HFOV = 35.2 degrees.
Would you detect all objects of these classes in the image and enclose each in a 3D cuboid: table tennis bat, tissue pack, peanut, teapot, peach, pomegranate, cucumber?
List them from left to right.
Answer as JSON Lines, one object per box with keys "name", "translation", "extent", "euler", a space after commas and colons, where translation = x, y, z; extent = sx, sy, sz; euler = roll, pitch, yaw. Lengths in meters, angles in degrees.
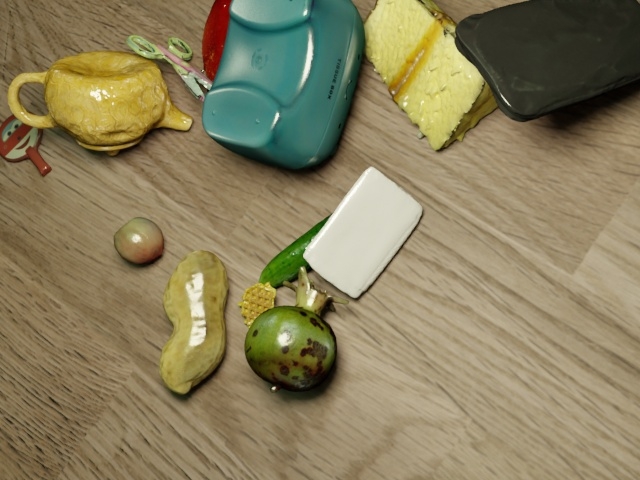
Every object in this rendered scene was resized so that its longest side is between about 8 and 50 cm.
{"name": "table tennis bat", "translation": [-0.535, -0.173, 1.836], "extent": [0.098, 0.019, 0.155], "euler": [-44, 63, 2]}
{"name": "teapot", "translation": [-0.374, -0.221, 1.715], "extent": [0.311, 0.203, 0.167], "euler": [1, 119, -2]}
{"name": "peach", "translation": [-0.300, 0.002, 1.671], "extent": [0.083, 0.083, 0.083], "euler": [-5, 73, 17]}
{"name": "peanut", "translation": [-0.199, 0.128, 1.593], "extent": [0.103, 0.098, 0.229], "euler": [-22, 60, 57]}
{"name": "peach", "translation": [-0.123, -0.377, 1.727], "extent": [0.189, 0.068, 0.279], "euler": [31, 87, 26]}
{"name": "tissue pack", "translation": [-0.048, -0.259, 1.589], "extent": [0.198, 0.206, 0.287], "euler": [13, 87, 34]}
{"name": "pomegranate", "translation": [-0.037, 0.147, 1.518], "extent": [0.148, 0.148, 0.169], "euler": [11, 47, 21]}
{"name": "cucumber", "translation": [0.000, 0.000, 1.583], "extent": [0.250, 0.056, 0.056], "euler": [-36, 67, 7]}

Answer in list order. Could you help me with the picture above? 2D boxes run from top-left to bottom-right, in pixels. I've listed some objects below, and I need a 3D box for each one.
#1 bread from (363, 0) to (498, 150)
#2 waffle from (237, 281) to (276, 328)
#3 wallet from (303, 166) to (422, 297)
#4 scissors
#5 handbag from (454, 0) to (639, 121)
{"name": "bread", "translation": [0.178, -0.298, 1.585], "extent": [0.142, 0.178, 0.266], "euler": [-27, 67, -24]}
{"name": "waffle", "translation": [-0.095, 0.111, 1.591], "extent": [0.078, 0.016, 0.085], "euler": [-23, 80, 35]}
{"name": "wallet", "translation": [0.066, -0.011, 1.544], "extent": [0.124, 0.032, 0.183], "euler": [37, 88, -20]}
{"name": "scissors", "translation": [-0.235, -0.293, 1.709], "extent": [0.187, 0.133, 0.020], "euler": [45, 123, 24]}
{"name": "handbag", "translation": [0.364, -0.279, 1.467], "extent": [0.332, 0.075, 0.192], "euler": [-18, 61, -22]}
